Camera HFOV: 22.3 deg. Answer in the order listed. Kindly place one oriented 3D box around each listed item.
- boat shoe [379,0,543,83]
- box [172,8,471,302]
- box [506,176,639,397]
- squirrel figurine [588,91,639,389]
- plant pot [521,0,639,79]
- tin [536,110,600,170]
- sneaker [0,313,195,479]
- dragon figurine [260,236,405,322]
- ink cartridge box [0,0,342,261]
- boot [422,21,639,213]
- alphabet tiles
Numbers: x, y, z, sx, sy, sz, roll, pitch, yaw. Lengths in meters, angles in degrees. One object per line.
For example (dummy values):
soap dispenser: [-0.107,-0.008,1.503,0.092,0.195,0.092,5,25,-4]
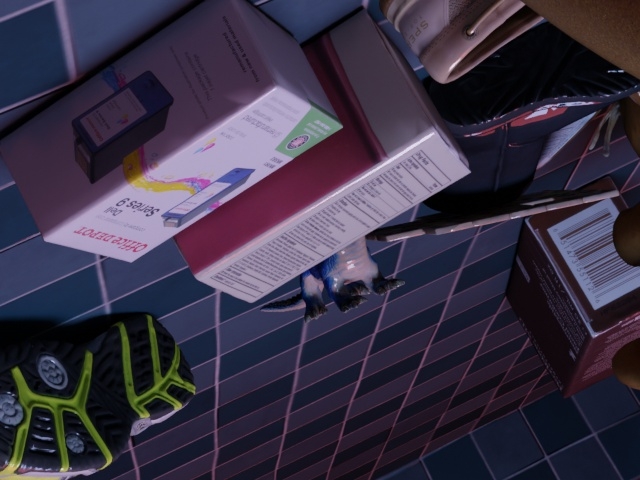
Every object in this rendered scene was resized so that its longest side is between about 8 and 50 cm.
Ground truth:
boat shoe: [0.196,-0.219,1.283,0.302,0.098,0.109,-28,163,-15]
box: [-0.013,-0.065,1.362,0.232,0.127,0.148,-31,163,8]
box: [0.371,0.075,2.282,0.143,0.191,0.381,-27,162,-4]
squirrel figurine: [0.430,-0.044,1.640,0.281,0.370,0.397,-16,-173,-6]
plant pot: [0.199,-0.205,0.970,0.237,0.254,0.237,-18,143,-14]
tin: [0.234,-0.116,1.769,0.106,0.040,0.190,-11,157,-34]
sneaker: [-0.264,0.179,1.602,0.147,0.145,0.384,-33,169,22]
dragon figurine: [0.000,0.000,1.645,0.085,0.144,0.289,-24,-178,-21]
ink cartridge box: [-0.111,-0.079,1.227,0.212,0.093,0.154,-30,164,12]
boot: [0.211,-0.122,1.602,0.246,0.094,0.207,-19,159,-7]
alphabet tiles: [0.165,-0.027,1.698,0.237,0.009,0.198,-12,-175,-13]
